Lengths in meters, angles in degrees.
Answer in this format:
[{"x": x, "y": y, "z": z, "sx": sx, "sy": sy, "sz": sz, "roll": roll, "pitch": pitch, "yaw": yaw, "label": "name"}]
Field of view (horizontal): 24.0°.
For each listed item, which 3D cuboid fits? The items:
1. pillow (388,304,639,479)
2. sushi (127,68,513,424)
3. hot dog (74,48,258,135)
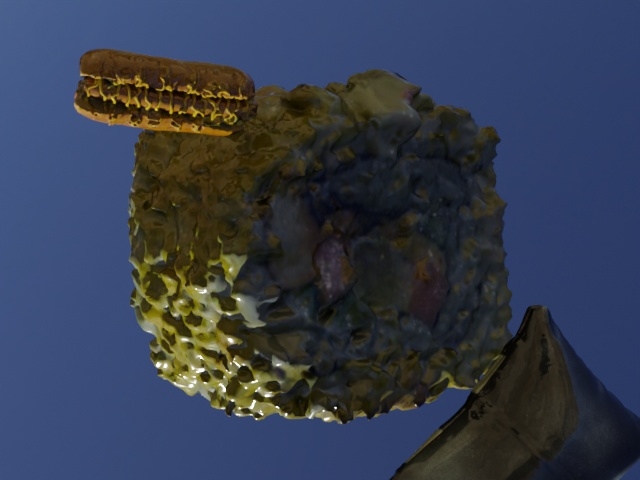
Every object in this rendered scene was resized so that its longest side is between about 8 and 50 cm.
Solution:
[{"x": 0.174, "y": 0.206, "z": 1.342, "sx": 0.250, "sy": 0.186, "sz": 0.106, "roll": -48, "pitch": -163, "yaw": -10, "label": "pillow"}, {"x": 0.000, "y": 0.000, "z": 1.541, "sx": 0.396, "sy": 0.351, "sz": 0.240, "roll": -7, "pitch": -170, "yaw": -41, "label": "sushi"}, {"x": -0.135, "y": -0.129, "z": 1.330, "sx": 0.045, "sy": 0.165, "sz": 0.071, "roll": -112, "pitch": -146, "yaw": -54, "label": "hot dog"}]
